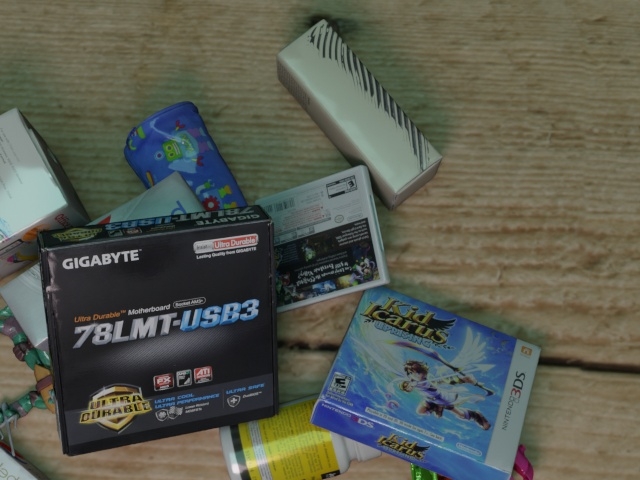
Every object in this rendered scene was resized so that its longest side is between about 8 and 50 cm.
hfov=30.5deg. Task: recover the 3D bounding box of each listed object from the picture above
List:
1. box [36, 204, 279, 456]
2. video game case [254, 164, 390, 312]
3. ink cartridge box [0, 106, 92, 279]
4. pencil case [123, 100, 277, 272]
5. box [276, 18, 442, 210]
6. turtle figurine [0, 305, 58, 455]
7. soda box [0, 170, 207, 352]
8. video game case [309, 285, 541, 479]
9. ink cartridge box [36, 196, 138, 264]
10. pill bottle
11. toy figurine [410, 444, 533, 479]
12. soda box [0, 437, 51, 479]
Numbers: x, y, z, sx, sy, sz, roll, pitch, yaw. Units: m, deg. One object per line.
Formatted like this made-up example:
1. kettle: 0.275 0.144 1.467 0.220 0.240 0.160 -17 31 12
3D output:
1. box: -0.204 0.114 1.520 0.296 0.073 0.293 -7 114 -18
2. video game case: 0.000 0.000 1.691 0.190 0.022 0.173 -17 77 28
3. ink cartridge box: -0.476 -0.046 1.675 0.233 0.171 0.168 -30 80 -4
4. pencil case: -0.178 -0.048 1.697 0.133 0.119 0.306 -22 78 -24
5. box: 0.054 -0.183 1.727 0.094 0.113 0.275 -39 82 -8
6. turtle figurine: -0.391 0.206 1.658 0.175 0.118 0.234 -34 76 36
7. soda box: -0.277 0.031 1.570 0.286 0.091 0.098 -34 79 -3
8. video game case: 0.151 0.196 1.609 0.270 0.061 0.244 21 41 5
9. ink cartridge box: -0.296 0.082 1.668 0.224 0.045 0.223 -29 79 20
10. pill bottle: -0.028 0.280 1.632 0.209 0.119 0.119 -15 79 -2
11. toy figurine: 0.217 0.339 1.633 0.159 0.130 0.173 -3 101 -9
12. soda box: -0.427 0.347 1.647 0.216 0.074 0.069 39 82 7
